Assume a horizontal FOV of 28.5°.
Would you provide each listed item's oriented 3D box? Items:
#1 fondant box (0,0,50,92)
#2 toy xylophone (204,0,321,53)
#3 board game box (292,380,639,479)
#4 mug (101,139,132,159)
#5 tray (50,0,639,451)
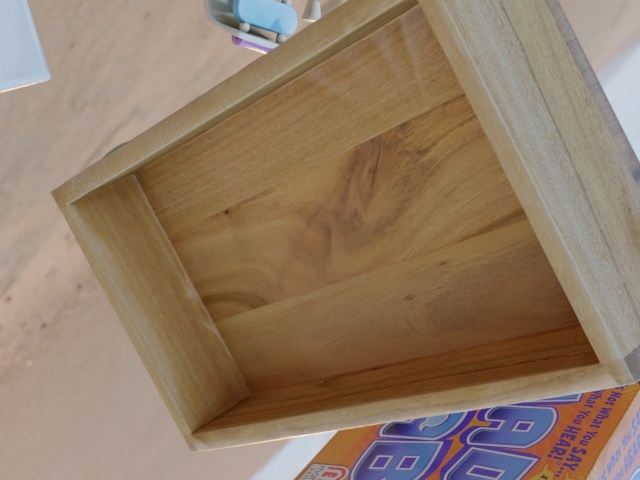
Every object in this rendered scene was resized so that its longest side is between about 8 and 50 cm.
[{"bbox_3d":[-0.342,-0.266,1.170,0.096,0.238,0.330,-18,-163,-11],"label":"fondant box"},{"bbox_3d":[-0.051,-0.405,1.683,0.236,0.081,0.323,-4,101,-48],"label":"toy xylophone"},{"bbox_3d":[0.231,0.373,1.555,0.356,0.356,0.356,-40,120,-49],"label":"board game box"},{"bbox_3d":[-0.210,-0.062,1.620,0.157,0.097,0.129,-40,129,-6],"label":"mug"},{"bbox_3d":[0.000,0.000,0.707,0.076,0.203,0.411,-31,-174,-36],"label":"tray"}]
